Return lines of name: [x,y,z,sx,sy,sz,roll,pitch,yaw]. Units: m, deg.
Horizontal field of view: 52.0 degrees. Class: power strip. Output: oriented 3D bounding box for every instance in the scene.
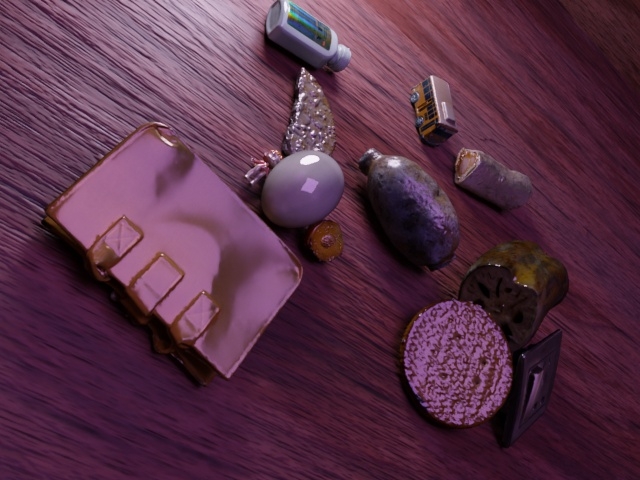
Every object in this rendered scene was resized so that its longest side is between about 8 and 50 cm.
power strip: [0.522,0.362,1.669,0.251,0.092,0.257,-18,120,-54]

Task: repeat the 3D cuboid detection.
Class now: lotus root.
lotus root: [0.217,-0.081,1.590,0.349,0.175,0.175,53,43,-4]
lotus root: [0.510,0.126,1.712,0.346,0.250,0.250,-23,85,-49]

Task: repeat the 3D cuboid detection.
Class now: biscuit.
biscuit: [0.316,0.282,1.519,0.305,0.038,0.305,5,75,-20]
biscuit: [-0.018,-0.269,1.559,0.141,0.038,0.290,28,53,-32]

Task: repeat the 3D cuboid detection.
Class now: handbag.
handbag: [-0.245,0.025,1.125,0.401,0.133,0.283,48,49,-13]

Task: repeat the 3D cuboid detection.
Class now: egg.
egg: [-0.040,-0.105,1.367,0.209,0.151,0.151,-36,95,-40]

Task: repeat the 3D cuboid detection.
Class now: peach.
peach: [0.001,0.000,1.418,0.098,0.061,0.098,-8,103,-34]

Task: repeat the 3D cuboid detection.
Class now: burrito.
burrito: [0.534,-0.182,1.996,0.299,0.105,0.143,20,52,-34]

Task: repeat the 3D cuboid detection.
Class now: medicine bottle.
medicine bottle: [-0.026,-0.504,1.645,0.229,0.083,0.121,25,51,-34]

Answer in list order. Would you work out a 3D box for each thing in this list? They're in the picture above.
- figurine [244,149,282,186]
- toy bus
figurine: [-0.124,-0.154,1.392,0.109,0.047,0.064,-47,111,-37]
toy bus: [0.334,-0.376,1.904,0.091,0.103,0.182,14,60,-38]
